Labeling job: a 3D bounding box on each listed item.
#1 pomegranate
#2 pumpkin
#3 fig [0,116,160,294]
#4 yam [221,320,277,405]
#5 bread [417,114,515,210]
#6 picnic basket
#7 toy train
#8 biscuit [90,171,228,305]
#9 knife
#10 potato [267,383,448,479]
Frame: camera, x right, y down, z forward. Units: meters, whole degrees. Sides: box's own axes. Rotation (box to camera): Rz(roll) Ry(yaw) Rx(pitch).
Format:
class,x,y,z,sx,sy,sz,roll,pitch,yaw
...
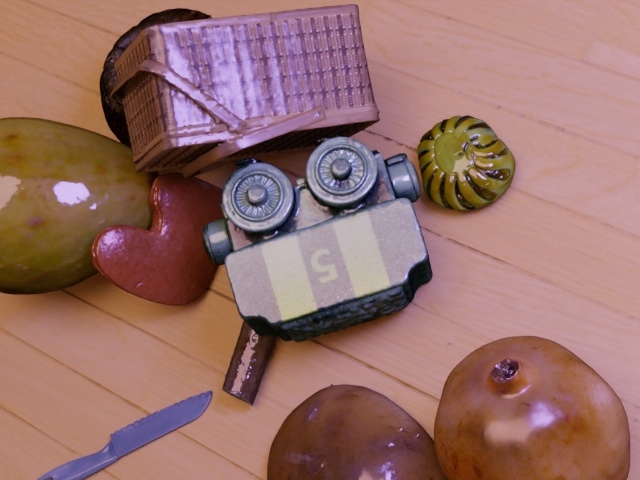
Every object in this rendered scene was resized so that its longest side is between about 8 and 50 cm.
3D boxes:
class,x,y,z,sx,sy,sz,roll,pitch,yaw
pomegranate,0.242,0.227,1.481,0.233,0.233,0.233,-9,67,21
pumpkin,-0.220,-0.235,1.893,0.238,0.159,0.238,-8,68,22
fig,-0.387,-0.051,1.847,0.326,0.258,0.258,-2,68,4
yam,-0.094,0.156,1.748,0.054,0.054,0.132,12,76,27
bread,0.191,-0.107,1.714,0.130,0.071,0.139,-25,62,18
picnic basket,-0.106,-0.190,1.705,0.312,0.228,0.175,-10,88,-21
toy train,0.000,0.000,1.674,0.299,0.167,0.238,-19,74,4
biscuit,-0.219,-0.009,1.795,0.036,0.186,0.192,4,71,56
knife,-0.284,0.290,1.803,0.313,0.019,0.044,-27,59,10
potato,0.030,0.311,1.603,0.239,0.116,0.299,-42,58,9
